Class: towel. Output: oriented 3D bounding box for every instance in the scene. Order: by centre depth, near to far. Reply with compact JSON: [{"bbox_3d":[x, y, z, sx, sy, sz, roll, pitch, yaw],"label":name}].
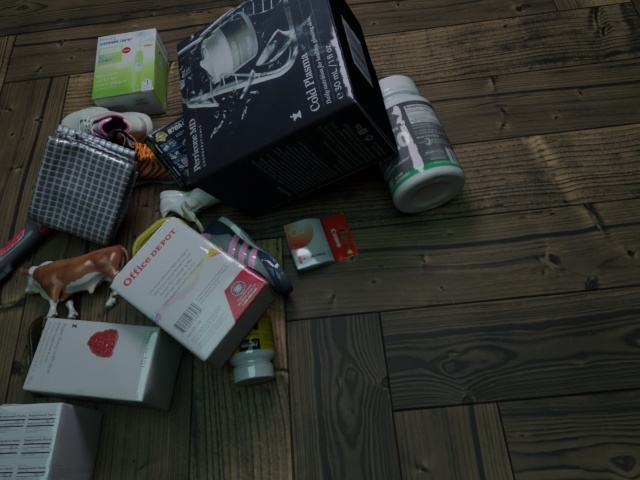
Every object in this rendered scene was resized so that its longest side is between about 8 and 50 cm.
[{"bbox_3d":[-0.653,-0.146,1.330,0.235,0.121,0.283,21,110,-12],"label":"towel"}]

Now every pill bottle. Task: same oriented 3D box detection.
[{"bbox_3d":[-0.177,0.249,1.209,0.119,0.119,0.208,-12,64,0],"label":"pill bottle"},{"bbox_3d":[0.250,-0.277,1.367,0.204,0.204,0.361,-16,64,-2],"label":"pill bottle"}]

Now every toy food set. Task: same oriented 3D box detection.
[{"bbox_3d":[-0.434,0.004,1.385,0.218,0.071,0.128,-42,92,-11],"label":"toy food set"}]

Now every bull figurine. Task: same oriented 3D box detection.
[{"bbox_3d":[-0.681,0.116,1.334,0.310,0.101,0.188,-20,69,-2],"label":"bull figurine"}]

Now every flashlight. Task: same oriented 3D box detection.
[{"bbox_3d":[-0.889,-0.010,1.415,0.304,0.103,0.103,-47,43,-14],"label":"flashlight"}]

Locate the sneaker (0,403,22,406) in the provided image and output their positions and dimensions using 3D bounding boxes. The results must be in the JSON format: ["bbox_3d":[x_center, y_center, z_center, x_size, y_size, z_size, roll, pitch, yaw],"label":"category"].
[{"bbox_3d":[-0.776,0.535,1.149,0.110,0.107,0.275,12,67,1],"label":"sneaker"}]

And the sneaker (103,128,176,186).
[{"bbox_3d":[-0.517,-0.256,1.445,0.321,0.180,0.124,-16,65,-2],"label":"sneaker"}]

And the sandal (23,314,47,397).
[{"bbox_3d":[-0.744,0.306,1.272,0.060,0.090,0.219,-18,70,21],"label":"sandal"}]

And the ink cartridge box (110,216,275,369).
[{"bbox_3d":[-0.296,0.122,1.143,0.306,0.131,0.226,33,73,19],"label":"ink cartridge box"}]

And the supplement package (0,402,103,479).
[{"bbox_3d":[-0.627,0.490,1.099,0.149,0.194,0.203,-3,64,3],"label":"supplement package"}]

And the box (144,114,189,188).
[{"bbox_3d":[-0.381,-0.286,1.440,0.220,0.051,0.175,-44,103,-31],"label":"box"}]

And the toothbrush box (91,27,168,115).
[{"bbox_3d":[-0.642,-0.564,1.636,0.206,0.122,0.283,-8,63,2],"label":"toothbrush box"}]

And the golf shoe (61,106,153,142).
[{"bbox_3d":[-0.692,-0.365,1.511,0.306,0.140,0.115,2,102,9],"label":"golf shoe"}]

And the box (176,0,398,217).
[{"bbox_3d":[-0.103,-0.390,1.309,0.472,0.297,0.479,-22,65,23],"label":"box"}]

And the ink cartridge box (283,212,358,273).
[{"bbox_3d":[0.000,0.000,1.351,0.179,0.045,0.145,-19,65,-1],"label":"ink cartridge box"}]

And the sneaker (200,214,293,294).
[{"bbox_3d":[-0.212,0.066,1.301,0.131,0.112,0.319,-39,59,-23],"label":"sneaker"}]

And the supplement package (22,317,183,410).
[{"bbox_3d":[-0.519,0.306,1.185,0.293,0.175,0.177,3,64,7],"label":"supplement package"}]

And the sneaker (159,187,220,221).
[{"bbox_3d":[-0.373,-0.102,1.427,0.212,0.080,0.094,-5,76,11],"label":"sneaker"}]
